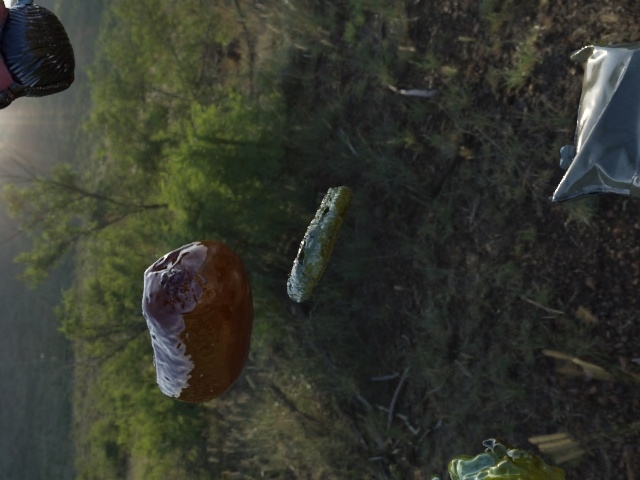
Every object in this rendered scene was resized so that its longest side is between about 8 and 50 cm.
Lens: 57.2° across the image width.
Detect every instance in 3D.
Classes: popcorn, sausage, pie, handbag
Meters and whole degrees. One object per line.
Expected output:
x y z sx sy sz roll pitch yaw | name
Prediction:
0.196 0.312 0.663 0.212 0.198 0.198 -82 5 -62 | popcorn
-0.145 0.105 0.712 0.258 0.133 0.133 101 159 -43 | sausage
0.000 0.000 0.375 0.084 0.020 0.084 23 -90 -88 | pie
0.328 -0.099 0.491 0.270 0.117 0.182 7 83 48 | handbag

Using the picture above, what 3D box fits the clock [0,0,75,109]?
-0.426 -0.260 0.734 0.100 0.195 0.194 16 127 54 | clock
